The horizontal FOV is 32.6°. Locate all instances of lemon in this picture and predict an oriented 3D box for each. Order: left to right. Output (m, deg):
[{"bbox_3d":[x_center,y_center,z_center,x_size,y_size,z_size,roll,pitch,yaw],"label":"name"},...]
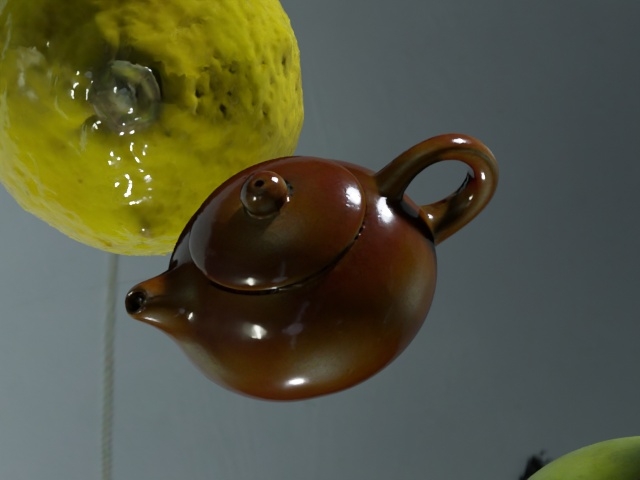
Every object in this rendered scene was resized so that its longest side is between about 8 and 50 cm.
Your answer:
[{"bbox_3d":[-0.183,-0.156,1.085,0.350,0.387,0.350,0,98,-1],"label":"lemon"}]

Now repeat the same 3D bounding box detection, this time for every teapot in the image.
[{"bbox_3d":[0.000,0.000,0.691,0.252,0.178,0.135,-28,138,-5],"label":"teapot"}]

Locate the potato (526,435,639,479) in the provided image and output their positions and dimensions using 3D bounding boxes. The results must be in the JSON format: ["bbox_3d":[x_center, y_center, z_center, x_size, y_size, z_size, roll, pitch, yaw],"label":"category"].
[{"bbox_3d":[0.229,0.221,0.605,0.216,0.304,0.216,-14,113,-34],"label":"potato"}]
